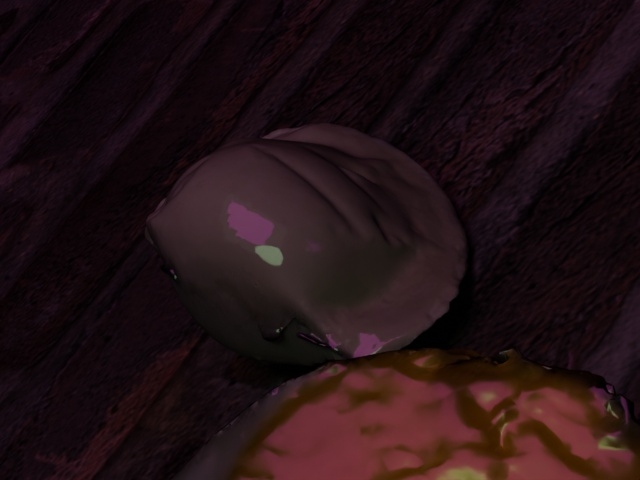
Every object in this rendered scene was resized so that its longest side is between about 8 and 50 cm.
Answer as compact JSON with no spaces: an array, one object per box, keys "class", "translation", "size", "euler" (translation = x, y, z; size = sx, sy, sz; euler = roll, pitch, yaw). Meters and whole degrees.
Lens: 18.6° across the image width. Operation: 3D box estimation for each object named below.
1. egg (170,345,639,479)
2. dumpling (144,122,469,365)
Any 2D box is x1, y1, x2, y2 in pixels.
[{"class":"egg","translation":[0.073,0.227,1.031],"size":[0.337,0.201,0.337],"euler":[-14,52,18]},{"class":"dumpling","translation":[-0.001,0.003,1.511],"size":[0.227,0.243,0.175],"euler":[-34,-16,-29]}]
